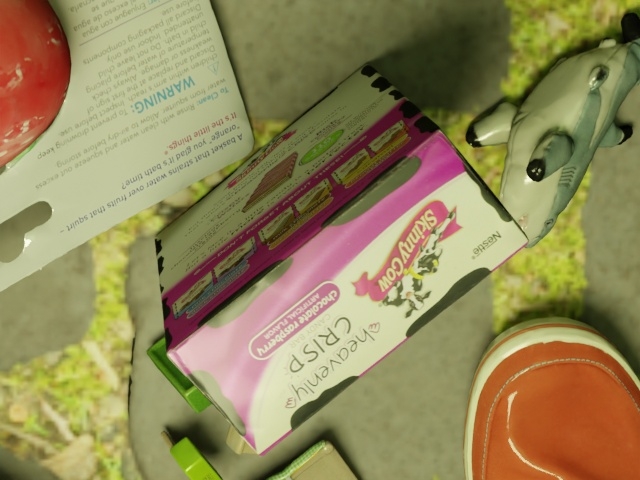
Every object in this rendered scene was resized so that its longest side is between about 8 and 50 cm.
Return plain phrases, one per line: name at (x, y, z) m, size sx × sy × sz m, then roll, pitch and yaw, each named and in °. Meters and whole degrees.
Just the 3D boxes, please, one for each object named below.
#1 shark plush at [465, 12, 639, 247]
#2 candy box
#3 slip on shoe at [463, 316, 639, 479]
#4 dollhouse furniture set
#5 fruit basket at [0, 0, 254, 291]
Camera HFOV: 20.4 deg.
shark plush at (0.150, -0.074, 1.002) m, size 0.067 × 0.073 × 0.161 m, roll 46°, pitch 73°, yaw -33°
candy box at (0.000, 0.000, 0.890) m, size 0.159 × 0.233 × 0.071 m, roll -39°, pitch 105°, yaw 4°
slip on shoe at (0.159, 0.204, 1.027) m, size 0.123 × 0.101 × 0.331 m, roll -10°, pitch 103°, yaw -3°
dollhouse furniture set at (-0.042, 0.117, 1.021) m, size 0.076 × 0.058 × 0.152 m, roll -38°, pitch 124°, yaw -5°
fruit basket at (-0.214, -0.131, 0.859) m, size 0.327 × 0.165 × 0.353 m, roll -31°, pitch 124°, yaw -25°
